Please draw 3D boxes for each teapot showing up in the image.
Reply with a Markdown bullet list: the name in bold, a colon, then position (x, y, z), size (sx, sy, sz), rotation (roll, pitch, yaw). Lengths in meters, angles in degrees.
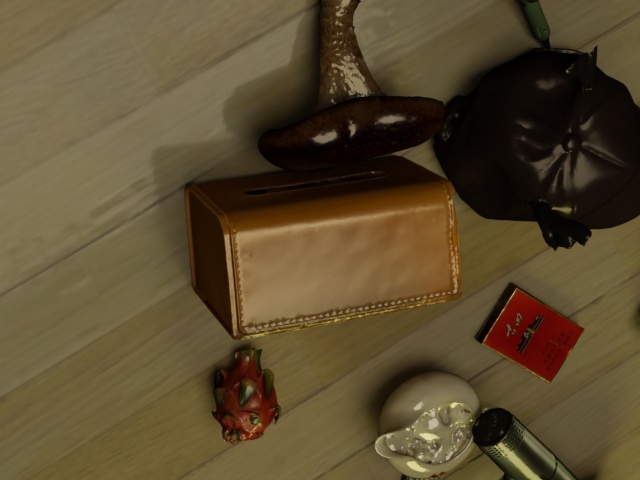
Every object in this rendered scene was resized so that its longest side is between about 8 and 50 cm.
- **teapot**: position (0.149, 0.235, 1.641), size (0.226, 0.092, 0.145), rotation (-6, 113, -27)

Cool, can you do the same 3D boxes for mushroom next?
- **mushroom**: position (0.017, -0.196, 1.457), size (0.227, 0.148, 0.217), rotation (-16, 93, -25)

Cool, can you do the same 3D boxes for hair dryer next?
- **hair dryer**: position (0.249, 0.381, 1.704), size (0.320, 0.156, 0.284), rotation (35, 116, -30)
- **hair dryer**: position (0.256, -0.280, 1.541), size (0.047, 0.071, 0.150), rotation (-35, 131, -5)

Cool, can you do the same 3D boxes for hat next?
- **hat**: position (0.327, -0.102, 1.538), size (0.336, 0.209, 0.238), rotation (18, 97, -25)

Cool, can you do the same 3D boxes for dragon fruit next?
- **dragon fruit**: position (-0.092, 0.189, 1.550), size (0.081, 0.086, 0.116), rotation (17, 62, -58)

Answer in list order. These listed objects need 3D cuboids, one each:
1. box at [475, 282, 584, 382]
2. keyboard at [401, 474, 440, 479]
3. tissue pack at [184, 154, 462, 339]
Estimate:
- **box**: position (0.281, 0.125, 1.694), size (0.133, 0.023, 0.090), rotation (31, 92, -26)
- **keyboard**: position (0.121, 0.382, 1.722), size (0.055, 0.014, 0.176), rotation (9, 104, -25)
- **tissue pack**: position (0.000, 0.000, 1.457), size (0.274, 0.194, 0.145), rotation (-10, 110, -17)
